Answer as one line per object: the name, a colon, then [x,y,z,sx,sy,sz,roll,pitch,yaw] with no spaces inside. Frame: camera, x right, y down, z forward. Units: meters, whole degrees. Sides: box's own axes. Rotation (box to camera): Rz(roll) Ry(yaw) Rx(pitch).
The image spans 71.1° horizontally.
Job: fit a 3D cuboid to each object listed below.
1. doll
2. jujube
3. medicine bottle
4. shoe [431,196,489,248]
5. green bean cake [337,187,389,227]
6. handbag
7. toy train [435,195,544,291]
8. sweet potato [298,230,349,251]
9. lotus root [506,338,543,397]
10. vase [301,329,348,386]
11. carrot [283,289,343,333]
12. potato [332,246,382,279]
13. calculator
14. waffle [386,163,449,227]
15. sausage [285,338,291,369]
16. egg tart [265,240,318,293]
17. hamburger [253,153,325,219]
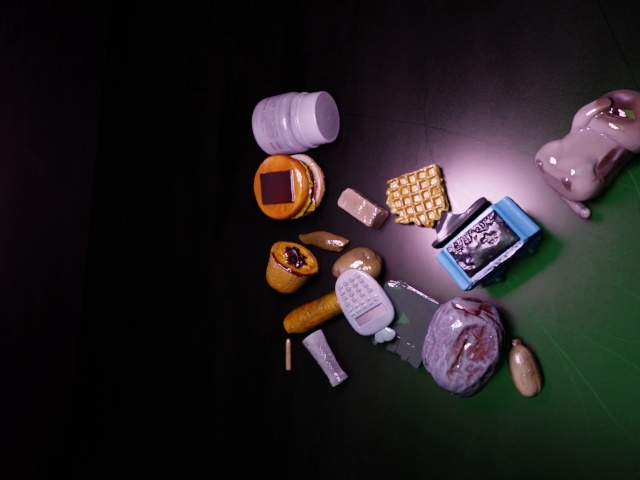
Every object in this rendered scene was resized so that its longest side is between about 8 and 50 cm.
doll: [0.800,-0.271,1.293,0.370,0.226,0.215,-57,27,20]
jujube: [0.463,0.332,1.451,0.246,0.215,0.308,28,94,7]
medicine bottle: [-0.099,-0.484,1.845,0.306,0.245,0.245,0,86,31]
shoe: [0.465,-0.075,1.550,0.241,0.108,0.093,-45,66,13]
green bean cake: [0.165,-0.125,1.734,0.179,0.109,0.085,39,107,28]
handbag: [0.309,0.302,1.633,0.247,0.079,0.260,30,103,30]
toy train: [0.530,0.021,1.407,0.300,0.265,0.188,-46,65,22]
sweet potato: [0.000,0.000,1.848,0.244,0.077,0.077,10,92,31]
lotus root: [0.642,0.399,1.412,0.077,0.090,0.183,-33,65,55]
vase: [0.022,0.474,1.792,0.096,0.096,0.219,-43,69,22]
carrot: [-0.013,0.291,1.814,0.302,0.114,0.114,-31,71,24]
potato: [0.141,0.112,1.721,0.200,0.137,0.154,-38,95,25]
calculator: [0.168,0.240,1.634,0.184,0.042,0.295,-36,82,26]
waffle: [0.353,-0.141,1.649,0.229,0.057,0.219,-19,77,30]
sausage: [-0.138,0.489,1.927,0.024,0.024,0.132,-3,86,32]
egg tart: [-0.123,0.113,1.854,0.215,0.215,0.171,46,125,26]
hamburger: [-0.118,-0.224,1.850,0.291,0.225,0.291,3,95,34]
